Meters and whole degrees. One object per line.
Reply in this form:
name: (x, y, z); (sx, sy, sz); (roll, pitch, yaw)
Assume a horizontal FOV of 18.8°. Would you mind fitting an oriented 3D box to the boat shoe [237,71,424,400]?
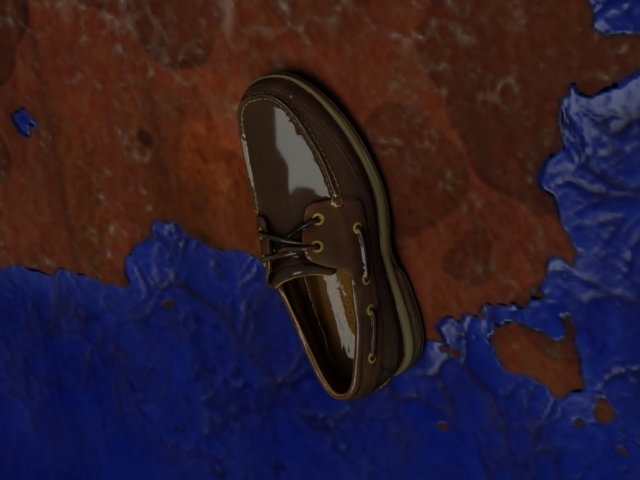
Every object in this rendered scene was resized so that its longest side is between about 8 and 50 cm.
boat shoe: (0.000, 0.000, 1.002); (0.064, 0.060, 0.178); (-11, 107, 36)
